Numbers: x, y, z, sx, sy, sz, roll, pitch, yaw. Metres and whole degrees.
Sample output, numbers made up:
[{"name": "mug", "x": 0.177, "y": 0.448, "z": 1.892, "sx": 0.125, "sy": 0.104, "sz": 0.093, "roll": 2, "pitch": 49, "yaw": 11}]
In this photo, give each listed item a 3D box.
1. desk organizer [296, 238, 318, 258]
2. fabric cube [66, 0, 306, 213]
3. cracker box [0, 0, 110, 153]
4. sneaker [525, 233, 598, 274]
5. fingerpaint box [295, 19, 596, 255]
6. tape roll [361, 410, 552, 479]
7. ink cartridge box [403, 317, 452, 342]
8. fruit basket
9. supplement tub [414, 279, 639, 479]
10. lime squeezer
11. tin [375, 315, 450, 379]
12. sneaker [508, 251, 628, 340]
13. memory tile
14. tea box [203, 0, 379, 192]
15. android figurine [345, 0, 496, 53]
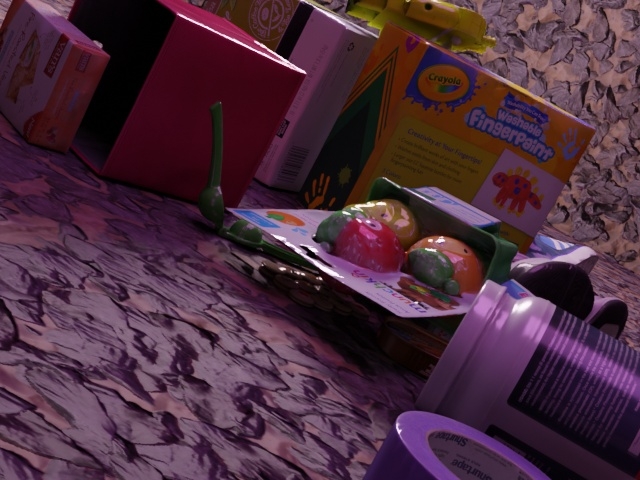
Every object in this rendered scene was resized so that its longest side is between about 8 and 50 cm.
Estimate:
[{"name": "desk organizer", "x": 0.000, "y": 0.000, "z": 1.755, "sx": 0.130, "sy": 0.047, "sz": 0.050, "roll": 14, "pitch": 16, "yaw": -48}, {"name": "fabric cube", "x": -0.233, "y": -0.228, "z": 1.697, "sx": 0.258, "sy": 0.254, "sz": 0.259, "roll": 15, "pitch": 18, "yaw": -45}, {"name": "cracker box", "x": -0.405, "y": -0.245, "z": 1.624, "sx": 0.067, "sy": 0.155, "sz": 0.232, "roll": 16, "pitch": 17, "yaw": -43}, {"name": "sneaker", "x": 0.458, "y": 0.017, "z": 2.467, "sx": 0.236, "sy": 0.130, "sz": 0.323, "roll": 38, "pitch": 21, "yaw": 24}, {"name": "fingerpaint box", "x": 0.235, "y": -0.144, "z": 2.089, "sx": 0.445, "sy": 0.371, "sz": 0.163, "roll": 18, "pitch": 15, "yaw": -34}, {"name": "tape roll", "x": 0.132, "y": 0.237, "z": 0.998, "sx": 0.189, "sy": 0.080, "sz": 0.189, "roll": 27, "pitch": 13, "yaw": -7}, {"name": "ink cartridge box", "x": 0.195, "y": 0.119, "z": 1.698, "sx": 0.179, "sy": 0.045, "sz": 0.145, "roll": 16, "pitch": 18, "yaw": -36}, {"name": "fruit basket", "x": 0.099, "y": 0.011, "z": 1.531, "sx": 0.327, "sy": 0.165, "sz": 0.353, "roll": 31, "pitch": 15, "yaw": 37}, {"name": "supplement tub", "x": 0.262, "y": 0.181, "z": 1.241, "sx": 0.272, "sy": 0.191, "sz": 0.191, "roll": 30, "pitch": 13, "yaw": 9}, {"name": "lime squeezer", "x": -0.105, "y": -0.043, "z": 1.600, "sx": 0.310, "sy": 0.110, "sz": 0.059, "roll": 55, "pitch": -17, "yaw": -24}, {"name": "tin", "x": 0.160, "y": 0.159, "z": 1.479, "sx": 0.190, "sy": 0.040, "sz": 0.106, "roll": 27, "pitch": 16, "yaw": 0}, {"name": "sneaker", "x": 0.330, "y": 0.096, "z": 1.900, "sx": 0.257, "sy": 0.169, "sz": 0.447, "roll": 25, "pitch": 1, "yaw": 33}, {"name": "memory tile", "x": -0.007, "y": 0.068, "z": 1.543, "sx": 0.148, "sy": 0.012, "sz": 0.113, "roll": 15, "pitch": 17, "yaw": -43}, {"name": "tea box", "x": -0.082, "y": -0.307, "z": 2.163, "sx": 0.323, "sy": 0.329, "sz": 0.220, "roll": 34, "pitch": 14, "yaw": 31}, {"name": "android figurine", "x": 0.185, "y": -0.396, "z": 2.040, "sx": 0.273, "sy": 0.056, "sz": 0.248, "roll": 17, "pitch": -3, "yaw": -11}]
